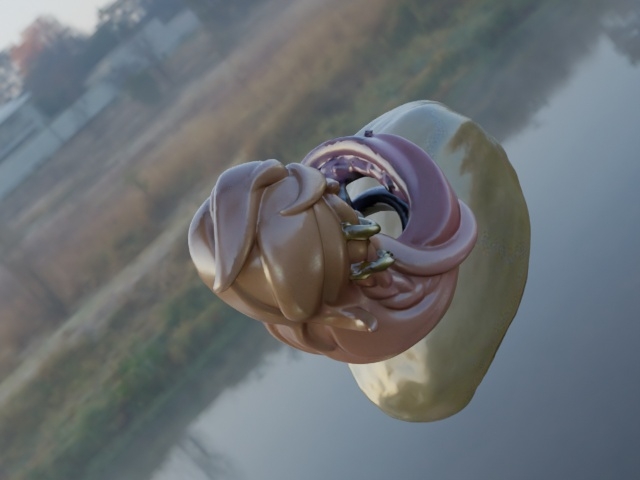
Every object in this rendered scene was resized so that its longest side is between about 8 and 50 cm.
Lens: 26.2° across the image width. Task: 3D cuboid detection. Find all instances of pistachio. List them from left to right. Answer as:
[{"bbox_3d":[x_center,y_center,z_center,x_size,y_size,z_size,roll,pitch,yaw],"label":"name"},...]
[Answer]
[{"bbox_3d":[0.084,0.015,1.205,0.166,0.197,0.288,40,-125,-75],"label":"pistachio"}]

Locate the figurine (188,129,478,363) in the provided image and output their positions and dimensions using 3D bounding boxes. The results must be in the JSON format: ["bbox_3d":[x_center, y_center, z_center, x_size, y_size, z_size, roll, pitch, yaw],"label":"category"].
[{"bbox_3d":[0.006,0.008,0.663,0.126,0.114,0.157,-30,-3,21],"label":"figurine"}]
